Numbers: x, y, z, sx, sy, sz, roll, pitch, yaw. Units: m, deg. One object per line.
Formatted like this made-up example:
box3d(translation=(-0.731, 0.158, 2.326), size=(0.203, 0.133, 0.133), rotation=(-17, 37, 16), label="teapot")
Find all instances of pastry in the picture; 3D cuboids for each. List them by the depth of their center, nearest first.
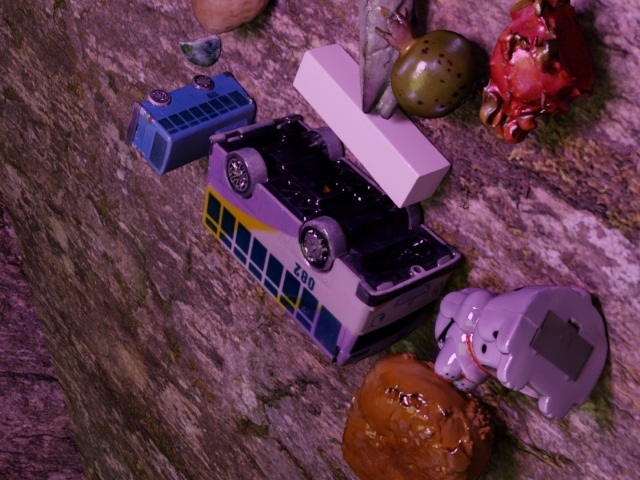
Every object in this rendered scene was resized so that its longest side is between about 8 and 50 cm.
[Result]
box3d(translation=(0.164, 0.318, 1.427), size=(0.255, 0.162, 0.311), rotation=(47, 144, 12), label="pastry")

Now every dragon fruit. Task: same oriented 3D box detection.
box3d(translation=(0.268, -0.207, 1.061), size=(0.150, 0.133, 0.207), rotation=(43, 133, 25), label="dragon fruit")

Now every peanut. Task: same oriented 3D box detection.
box3d(translation=(-0.145, -0.471, 1.475), size=(0.137, 0.122, 0.253), rotation=(19, 131, -2), label="peanut")

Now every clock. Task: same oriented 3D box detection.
box3d(translation=(0.257, 0.139, 1.232), size=(0.254, 0.189, 0.188), rotation=(5, 111, 57), label="clock")

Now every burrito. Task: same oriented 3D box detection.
box3d(translation=(0.102, -0.328, 1.240), size=(0.066, 0.096, 0.309), rotation=(-118, 24, -59), label="burrito")

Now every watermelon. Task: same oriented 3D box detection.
box3d(translation=(-0.232, -0.390, 1.698), size=(0.085, 0.085, 0.061), rotation=(120, 150, -47), label="watermelon")

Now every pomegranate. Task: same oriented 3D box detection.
box3d(translation=(0.143, -0.245, 1.198), size=(0.159, 0.129, 0.129), rotation=(36, 135, 14), label="pomegranate")

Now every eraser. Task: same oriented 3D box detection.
box3d(translation=(0.077, -0.189, 1.362), size=(0.298, 0.076, 0.078), rotation=(52, 141, 23), label="eraser")

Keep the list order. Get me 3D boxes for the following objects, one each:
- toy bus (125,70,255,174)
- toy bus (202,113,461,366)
box3d(translation=(-0.240, -0.227, 1.626), size=(0.133, 0.234, 0.116), rotation=(45, 139, 17), label="toy bus")
box3d(translation=(0.000, 0.000, 1.440), size=(0.440, 0.209, 0.249), rotation=(43, 137, 31), label="toy bus")
